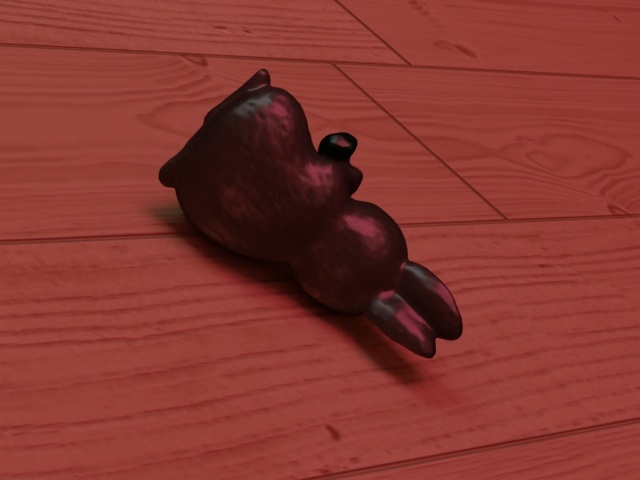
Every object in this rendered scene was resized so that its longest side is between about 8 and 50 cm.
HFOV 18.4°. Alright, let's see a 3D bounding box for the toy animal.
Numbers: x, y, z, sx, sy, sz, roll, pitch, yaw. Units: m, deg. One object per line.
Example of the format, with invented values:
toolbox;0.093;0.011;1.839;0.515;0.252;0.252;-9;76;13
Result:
toy animal;-0.004;-0.002;1.420;0.236;0.138;0.108;55;-13;4
